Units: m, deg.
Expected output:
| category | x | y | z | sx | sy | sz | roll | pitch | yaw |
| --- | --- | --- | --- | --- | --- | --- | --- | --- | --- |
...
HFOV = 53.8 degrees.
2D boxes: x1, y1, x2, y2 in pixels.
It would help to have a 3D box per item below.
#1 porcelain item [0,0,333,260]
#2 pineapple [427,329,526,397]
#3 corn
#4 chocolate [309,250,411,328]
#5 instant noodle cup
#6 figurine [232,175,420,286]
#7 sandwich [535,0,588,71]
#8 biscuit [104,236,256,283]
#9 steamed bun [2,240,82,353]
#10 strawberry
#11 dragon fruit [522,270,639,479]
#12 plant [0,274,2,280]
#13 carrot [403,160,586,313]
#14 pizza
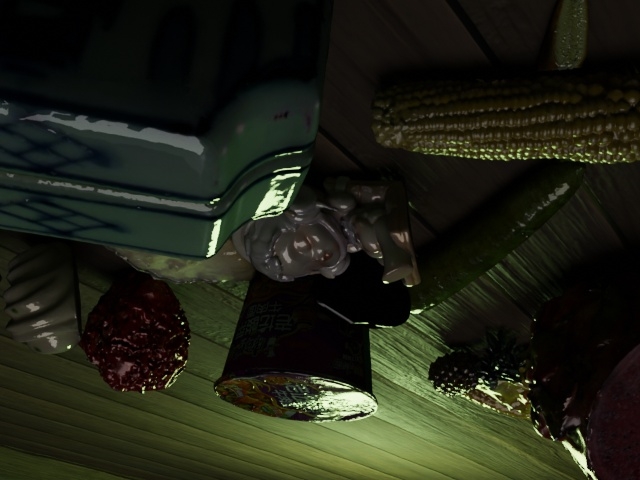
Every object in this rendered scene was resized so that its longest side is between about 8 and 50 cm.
| category | x | y | z | sx | sy | sz | roll | pitch | yaw |
| --- | --- | --- | --- | --- | --- | --- | --- | --- | --- |
| porcelain item | -0.134 | -0.147 | 0.401 | 0.286 | 0.281 | 0.157 | 11 | 151 | -7 |
| pineapple | 0.279 | 0.234 | 1.172 | 0.083 | 0.103 | 0.221 | 0 | 161 | -37 |
| corn | 0.193 | -0.117 | 0.596 | 0.288 | 0.086 | 0.086 | 2 | 149 | 10 |
| chocolate | 0.043 | 0.068 | 0.888 | 0.149 | 0.125 | 0.080 | 8 | 155 | -21 |
| instant noodle cup | -0.028 | 0.158 | 0.990 | 0.251 | 0.190 | 0.251 | 5 | 150 | 3 |
| figurine | 0.000 | -0.003 | 0.759 | 0.237 | 0.141 | 0.162 | -1 | 144 | 12 |
| sandwich | 0.212 | -0.166 | 0.548 | 0.031 | 0.044 | 0.083 | -3 | 151 | 5 |
| biscuit | -0.214 | 0.012 | 0.922 | 0.266 | 0.040 | 0.188 | 20 | 144 | -23 |
| steamed bun | -0.419 | 0.087 | 0.950 | 0.106 | 0.182 | 0.183 | -7 | 154 | -20 |
| strawberry | -0.296 | 0.142 | 1.040 | 0.184 | 0.187 | 0.201 | 20 | 115 | -2 |
| dragon fruit | 0.442 | 0.179 | 0.918 | 0.296 | 0.314 | 0.263 | 33 | -174 | -17 |
| plant | -0.522 | 0.016 | 0.870 | 0.146 | 0.149 | 0.274 | 47 | 139 | 4 |
| carrot | 0.206 | 0.002 | 0.813 | 0.074 | 0.074 | 0.358 | 17 | 145 | -19 |
| pizza | 0.398 | 0.267 | 1.202 | 0.280 | 0.075 | 0.287 | 11 | 144 | 5 |
